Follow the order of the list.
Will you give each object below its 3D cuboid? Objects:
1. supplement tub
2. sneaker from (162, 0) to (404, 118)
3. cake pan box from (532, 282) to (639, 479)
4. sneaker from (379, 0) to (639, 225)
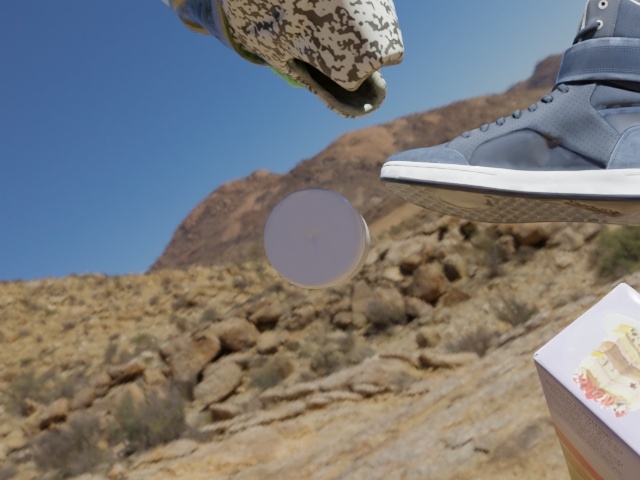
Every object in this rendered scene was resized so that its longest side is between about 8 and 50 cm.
[{"bbox_3d":[0.000,0.000,0.619,0.071,0.071,0.107,-36,-5,2],"label":"supplement tub"},{"bbox_3d":[-0.026,-0.168,0.653,0.158,0.182,0.410,-29,9,1],"label":"sneaker"},{"bbox_3d":[0.230,0.179,0.409,0.070,0.267,0.246,-38,-42,-6],"label":"cake pan box"},{"bbox_3d":[0.162,-0.098,0.635,0.226,0.163,0.086,3,-13,16],"label":"sneaker"}]
